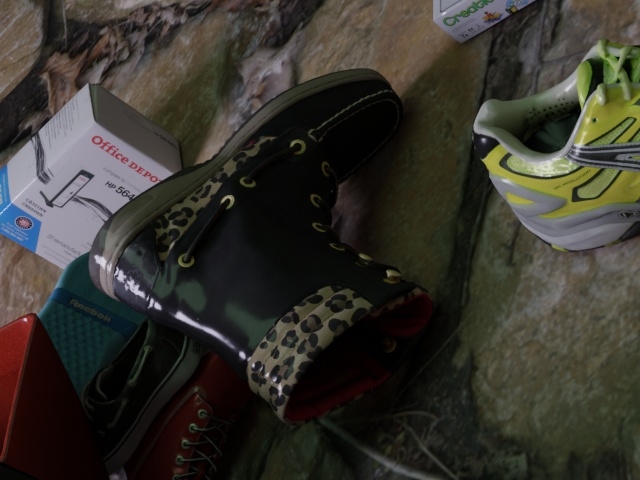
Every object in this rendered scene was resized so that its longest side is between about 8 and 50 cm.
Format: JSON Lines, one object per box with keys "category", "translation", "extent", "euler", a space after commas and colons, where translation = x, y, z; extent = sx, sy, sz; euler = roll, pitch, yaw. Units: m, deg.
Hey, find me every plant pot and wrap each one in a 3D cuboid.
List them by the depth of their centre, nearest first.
{"category": "plant pot", "translation": [-0.332, 0.276, 1.572], "extent": [0.267, 0.235, 0.267], "euler": [-27, 25, 11]}

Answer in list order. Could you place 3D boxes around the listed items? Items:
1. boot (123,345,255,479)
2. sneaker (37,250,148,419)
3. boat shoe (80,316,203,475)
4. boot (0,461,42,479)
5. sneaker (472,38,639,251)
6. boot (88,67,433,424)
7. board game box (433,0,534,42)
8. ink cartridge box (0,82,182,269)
{"category": "boot", "translation": [-0.110, 0.203, 1.643], "extent": [0.244, 0.088, 0.176], "euler": [-47, 35, 28]}
{"category": "sneaker", "translation": [-0.273, 0.148, 1.843], "extent": [0.319, 0.127, 0.208], "euler": [-49, -15, -48]}
{"category": "boat shoe", "translation": [-0.203, 0.156, 1.671], "extent": [0.219, 0.070, 0.077], "euler": [-52, 34, 28]}
{"category": "boot", "translation": [-0.238, 0.382, 1.332], "extent": [0.146, 0.445, 0.367], "euler": [-11, 55, 46]}
{"category": "sneaker", "translation": [0.292, -0.102, 1.336], "extent": [0.385, 0.147, 0.145], "euler": [-25, 43, 36]}
{"category": "boot", "translation": [0.000, 0.000, 1.602], "extent": [0.377, 0.138, 0.284], "euler": [-32, 51, -27]}
{"category": "board game box", "translation": [0.207, -0.372, 1.738], "extent": [0.193, 0.053, 0.305], "euler": [-28, 44, 36]}
{"category": "ink cartridge box", "translation": [-0.289, -0.072, 2.023], "extent": [0.203, 0.148, 0.086], "euler": [-41, 36, 22]}
